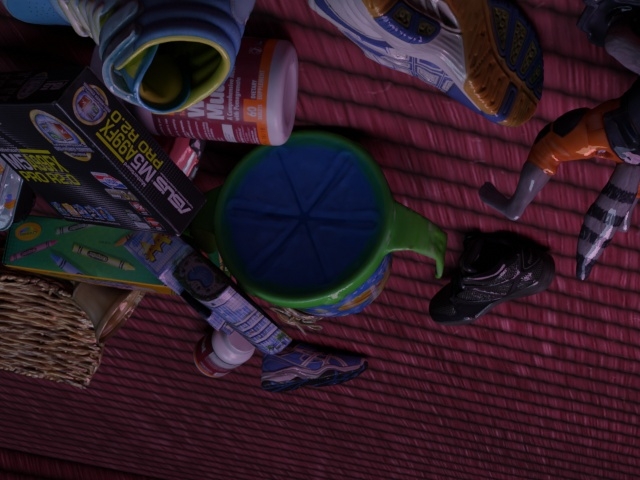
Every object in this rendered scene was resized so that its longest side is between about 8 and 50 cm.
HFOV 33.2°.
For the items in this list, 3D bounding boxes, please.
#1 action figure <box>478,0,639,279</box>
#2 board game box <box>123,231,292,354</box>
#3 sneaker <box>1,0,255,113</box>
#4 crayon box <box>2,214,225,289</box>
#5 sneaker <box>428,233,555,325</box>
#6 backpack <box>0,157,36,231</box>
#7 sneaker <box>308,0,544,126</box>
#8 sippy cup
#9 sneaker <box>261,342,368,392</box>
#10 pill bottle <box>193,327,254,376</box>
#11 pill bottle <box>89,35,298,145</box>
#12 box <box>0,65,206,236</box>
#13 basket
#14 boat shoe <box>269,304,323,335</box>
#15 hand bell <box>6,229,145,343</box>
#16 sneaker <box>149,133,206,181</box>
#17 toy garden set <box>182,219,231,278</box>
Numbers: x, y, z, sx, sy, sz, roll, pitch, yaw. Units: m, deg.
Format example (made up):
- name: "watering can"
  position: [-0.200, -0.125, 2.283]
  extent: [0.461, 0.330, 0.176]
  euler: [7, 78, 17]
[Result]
- name: "action figure"
  position: [0.378, -0.109, 1.114]
  extent: [0.341, 0.178, 0.330]
  euler: [15, 139, -21]
- name: "board game box"
  position: [-0.153, 0.056, 1.373]
  extent: [0.194, 0.060, 0.194]
  euler: [39, 176, 47]
- name: "sneaker"
  position: [-0.212, -0.218, 1.073]
  extent: [0.319, 0.208, 0.127]
  euler: [-3, 151, 25]
- name: "crayon box"
  position: [-0.299, 0.025, 1.576]
  extent: [0.278, 0.081, 0.165]
  euler: [6, 173, 21]
- name: "sneaker"
  position: [0.224, 0.054, 1.604]
  extent: [0.130, 0.087, 0.227]
  euler: [28, 145, -29]
- name: "backpack"
  position: [-0.474, -0.107, 1.410]
  extent: [0.188, 0.166, 0.144]
  euler: [18, -170, 2]
- name: "sneaker"
  position: [0.116, -0.216, 1.121]
  extent: [0.296, 0.112, 0.131]
  euler: [31, 167, -38]
- name: "sippy cup"
  position: [0.000, 0.000, 1.440]
  extent: [0.305, 0.240, 0.224]
  euler: [42, 176, 22]
- name: "sneaker"
  position: [-0.011, 0.233, 2.041]
  extent: [0.211, 0.081, 0.080]
  euler: [-3, 155, -16]
- name: "pill bottle"
  position: [-0.173, 0.197, 2.004]
  extent: [0.086, 0.086, 0.152]
  euler: [20, 150, -21]
- name: "pill bottle"
  position: [-0.142, -0.177, 1.227]
  extent: [0.221, 0.121, 0.121]
  euler: [5, 153, 7]
- name: "box"
  position: [-0.288, -0.104, 1.260]
  extent: [0.270, 0.060, 0.216]
  euler: [7, 146, 47]
- name: "basket"
  position: [-0.513, 0.091, 1.898]
  extent: [0.299, 0.223, 0.213]
  euler: [15, 120, -11]
- name: "boat shoe"
  position: [-0.026, 0.087, 1.736]
  extent: [0.104, 0.089, 0.285]
  euler: [12, 153, -6]
- name: "hand bell"
  position: [-0.411, 0.044, 1.740]
  extent: [0.242, 0.126, 0.126]
  euler: [37, 153, 6]
- name: "sneaker"
  position: [-0.253, -0.112, 1.397]
  extent: [0.136, 0.116, 0.314]
  euler: [26, 149, -27]
- name: "toy garden set"
  position: [-0.247, 0.017, 1.715]
  extent: [0.203, 0.049, 0.244]
  euler: [9, 153, 1]
